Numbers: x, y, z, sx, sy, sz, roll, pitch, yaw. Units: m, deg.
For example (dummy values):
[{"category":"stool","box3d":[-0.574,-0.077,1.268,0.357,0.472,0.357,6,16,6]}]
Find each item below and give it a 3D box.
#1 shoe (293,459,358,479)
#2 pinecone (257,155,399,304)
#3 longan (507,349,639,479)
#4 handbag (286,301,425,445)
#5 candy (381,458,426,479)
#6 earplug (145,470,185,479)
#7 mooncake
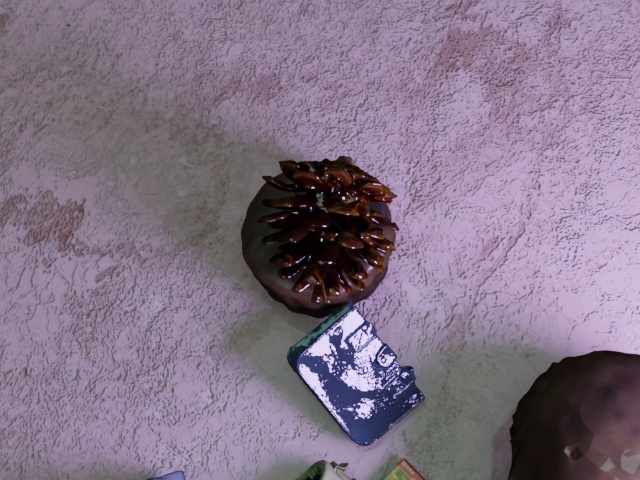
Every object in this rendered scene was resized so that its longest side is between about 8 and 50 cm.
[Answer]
[{"category":"shoe","box3d":[-0.041,0.496,1.678,0.262,0.140,0.128,-36,82,-12]},{"category":"pinecone","box3d":[0.018,-0.018,1.608,0.264,0.264,0.264,-2,72,5]},{"category":"longan","box3d":[0.479,0.373,1.541,0.391,0.391,0.391,-2,72,5]},{"category":"handbag","box3d":[0.069,0.244,1.731,0.179,0.062,0.229,-38,103,-8]},{"category":"candy","box3d":[0.131,0.460,1.717,0.122,0.038,0.062,-43,74,-9]},{"category":"earplug","box3d":[-0.274,0.587,1.650,0.185,0.185,0.324,-22,76,-2]},{"category":"mooncake","box3d":[0.000,0.000,1.813,0.290,0.161,0.291,-2,71,5]}]
